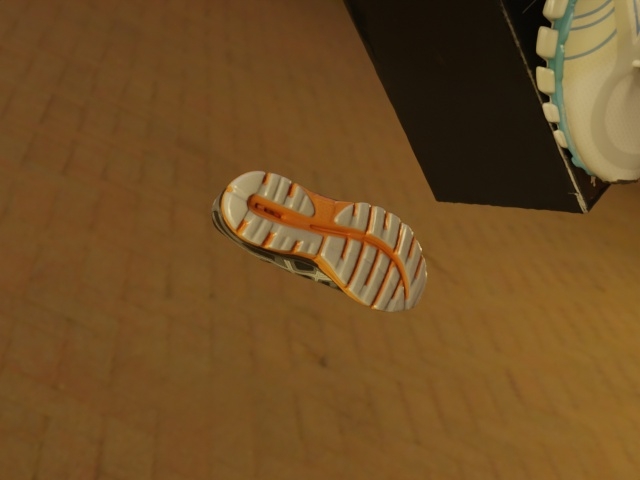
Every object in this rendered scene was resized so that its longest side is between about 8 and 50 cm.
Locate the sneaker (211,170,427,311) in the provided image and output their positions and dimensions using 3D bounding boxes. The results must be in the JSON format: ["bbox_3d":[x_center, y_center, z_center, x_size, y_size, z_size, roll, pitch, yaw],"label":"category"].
[{"bbox_3d":[0.000,0.000,1.177,0.215,0.084,0.083,28,-16,-22],"label":"sneaker"}]

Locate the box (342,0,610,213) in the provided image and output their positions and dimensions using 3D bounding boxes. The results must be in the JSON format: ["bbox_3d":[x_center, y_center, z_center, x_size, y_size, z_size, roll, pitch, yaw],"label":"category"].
[{"bbox_3d":[0.130,-0.165,0.666,0.103,0.261,0.184,4,-49,48],"label":"box"}]

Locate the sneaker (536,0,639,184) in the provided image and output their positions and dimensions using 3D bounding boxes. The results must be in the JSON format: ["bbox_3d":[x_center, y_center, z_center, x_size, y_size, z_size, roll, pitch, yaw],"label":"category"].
[{"bbox_3d":[0.145,-0.111,0.550,0.071,0.191,0.083,-12,24,-38],"label":"sneaker"}]
